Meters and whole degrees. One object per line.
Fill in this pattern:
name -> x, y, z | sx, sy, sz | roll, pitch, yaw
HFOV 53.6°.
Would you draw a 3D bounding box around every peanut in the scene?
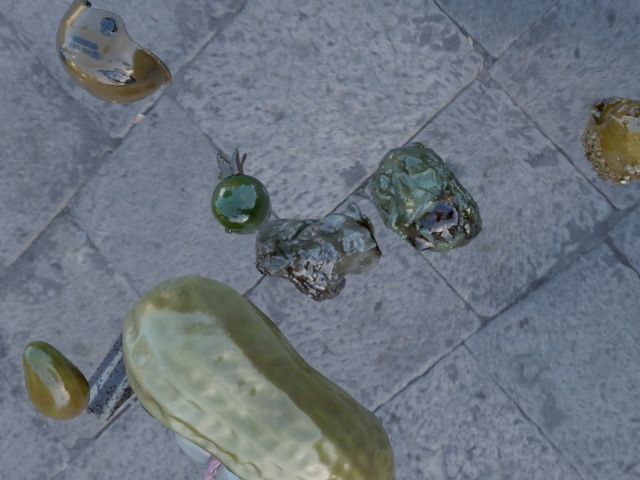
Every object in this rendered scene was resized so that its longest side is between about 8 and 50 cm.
peanut -> -0.049, 0.153, 0.591 | 0.305, 0.147, 0.147 | 39, 107, -3

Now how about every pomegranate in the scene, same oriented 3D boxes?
pomegranate -> -0.186, -0.106, 1.422 | 0.131, 0.152, 0.191 | -21, 78, -1

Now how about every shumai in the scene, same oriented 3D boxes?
shumai -> 0.000, -0.001, 1.183 | 0.218, 0.184, 0.185 | 30, 100, -36
shumai -> 0.201, -0.055, 1.263 | 0.256, 0.218, 0.189 | 44, 114, -9

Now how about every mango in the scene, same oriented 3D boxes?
mango -> -0.558, 0.299, 1.334 | 0.136, 0.099, 0.228 | 14, 134, 16

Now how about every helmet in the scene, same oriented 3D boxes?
helmet -> -0.403, -0.335, 1.187 | 0.224, 0.198, 0.130 | 38, 82, 8

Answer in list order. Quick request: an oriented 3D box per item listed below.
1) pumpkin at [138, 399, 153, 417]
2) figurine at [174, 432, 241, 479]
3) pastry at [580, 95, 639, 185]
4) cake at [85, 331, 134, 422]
pumpkin -> -0.304, 0.315, 1.582 | 0.323, 0.323, 0.241 | 11, 126, 14
figurine -> -0.101, 0.226, 0.769 | 0.155, 0.127, 0.235 | -40, 73, -13
pastry -> 0.615, -0.156, 1.111 | 0.310, 0.255, 0.162 | 4, 108, -22
cake -> -0.522, 0.335, 1.655 | 0.112, 0.246, 0.135 | 24, 123, 14
